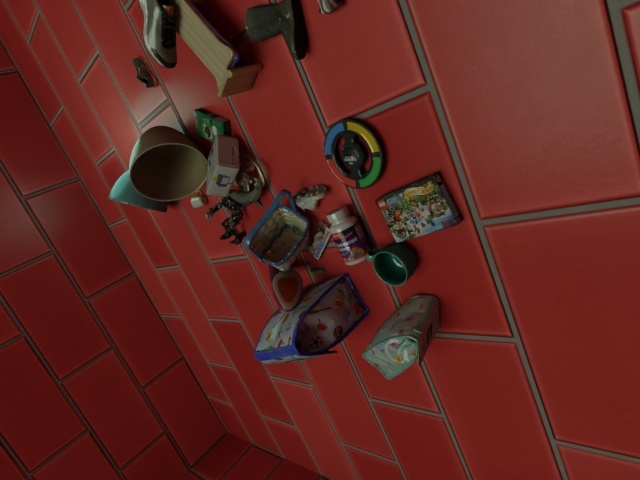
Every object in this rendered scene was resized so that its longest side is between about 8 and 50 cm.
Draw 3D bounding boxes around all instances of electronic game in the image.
[{"bbox_3d":[0.103,-0.272,1.319,0.229,0.048,0.229,24,132,30],"label":"electronic game"}]

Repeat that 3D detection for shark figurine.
[{"bbox_3d":[-0.292,-0.185,1.686,0.166,0.116,0.278,42,146,-11],"label":"shark figurine"}]

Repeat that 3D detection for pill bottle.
[{"bbox_3d":[0.097,-0.020,1.455,0.108,0.108,0.194,-15,106,48],"label":"pill bottle"}]

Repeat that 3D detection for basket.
[{"bbox_3d":[-0.166,-0.023,1.562,0.201,0.255,0.289,30,161,20],"label":"basket"}]

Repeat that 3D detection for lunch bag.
[{"bbox_3d":[0.296,0.320,1.411,0.160,0.223,0.262,42,137,6],"label":"lunch bag"},{"bbox_3d":[-0.050,0.342,1.638,0.327,0.385,0.239,-28,96,49],"label":"lunch bag"}]

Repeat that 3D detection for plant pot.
[{"bbox_3d":[-0.941,-0.279,2.191,0.290,0.290,0.196,16,92,37],"label":"plant pot"}]

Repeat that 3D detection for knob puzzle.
[{"bbox_3d":[-0.304,-0.270,1.731,0.213,0.030,0.213,24,131,31],"label":"knob puzzle"}]

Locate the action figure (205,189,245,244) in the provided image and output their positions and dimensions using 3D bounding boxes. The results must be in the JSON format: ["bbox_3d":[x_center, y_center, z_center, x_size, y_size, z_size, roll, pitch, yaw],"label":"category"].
[{"bbox_3d":[-0.423,-0.104,1.881,0.164,0.141,0.276,28,137,30],"label":"action figure"}]

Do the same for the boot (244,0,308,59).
[{"bbox_3d":[-0.142,-0.640,1.279,0.208,0.076,0.190,3,105,35],"label":"boot"}]

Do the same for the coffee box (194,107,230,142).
[{"bbox_3d":[-0.449,-0.470,1.723,0.184,0.040,0.113,28,133,28],"label":"coffee box"}]

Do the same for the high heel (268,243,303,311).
[{"bbox_3d":[-0.152,0.184,1.711,0.127,0.377,0.181,8,128,-11],"label":"high heel"}]

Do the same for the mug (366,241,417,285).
[{"bbox_3d":[0.245,0.062,1.377,0.158,0.097,0.129,48,140,8],"label":"mug"}]

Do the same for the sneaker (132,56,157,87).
[{"bbox_3d":[-0.796,-0.748,1.846,0.158,0.065,0.061,52,140,2],"label":"sneaker"}]

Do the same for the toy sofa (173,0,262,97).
[{"bbox_3d":[-0.366,-0.684,1.408,0.362,0.150,0.177,49,136,7],"label":"toy sofa"}]

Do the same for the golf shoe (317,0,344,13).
[{"bbox_3d":[-0.007,-0.705,1.107,0.086,0.067,0.186,-3,115,47],"label":"golf shoe"}]

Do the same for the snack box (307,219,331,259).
[{"bbox_3d":[0.000,0.000,1.630,0.064,0.022,0.178,40,138,14],"label":"snack box"}]

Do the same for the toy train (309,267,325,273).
[{"bbox_3d":[-0.013,0.128,1.738,0.083,0.017,0.024,-5,123,46],"label":"toy train"}]

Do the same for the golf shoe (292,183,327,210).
[{"bbox_3d":[-0.025,-0.153,1.530,0.176,0.069,0.086,-4,131,52],"label":"golf shoe"}]

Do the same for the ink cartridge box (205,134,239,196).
[{"bbox_3d":[-0.400,-0.301,1.685,0.212,0.093,0.154,-44,48,51],"label":"ink cartridge box"}]

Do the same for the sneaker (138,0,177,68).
[{"bbox_3d":[-0.515,-0.704,1.349,0.108,0.100,0.272,16,125,28],"label":"sneaker"}]

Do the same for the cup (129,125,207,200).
[{"bbox_3d":[-0.694,-0.375,1.855,0.237,0.331,0.331,62,147,31],"label":"cup"}]

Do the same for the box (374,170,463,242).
[{"bbox_3d":[0.293,-0.095,1.261,0.233,0.044,0.159,-21,102,49],"label":"box"}]

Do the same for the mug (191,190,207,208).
[{"bbox_3d":[-0.599,-0.200,2.046,0.064,0.062,0.078,-5,120,37],"label":"mug"}]
